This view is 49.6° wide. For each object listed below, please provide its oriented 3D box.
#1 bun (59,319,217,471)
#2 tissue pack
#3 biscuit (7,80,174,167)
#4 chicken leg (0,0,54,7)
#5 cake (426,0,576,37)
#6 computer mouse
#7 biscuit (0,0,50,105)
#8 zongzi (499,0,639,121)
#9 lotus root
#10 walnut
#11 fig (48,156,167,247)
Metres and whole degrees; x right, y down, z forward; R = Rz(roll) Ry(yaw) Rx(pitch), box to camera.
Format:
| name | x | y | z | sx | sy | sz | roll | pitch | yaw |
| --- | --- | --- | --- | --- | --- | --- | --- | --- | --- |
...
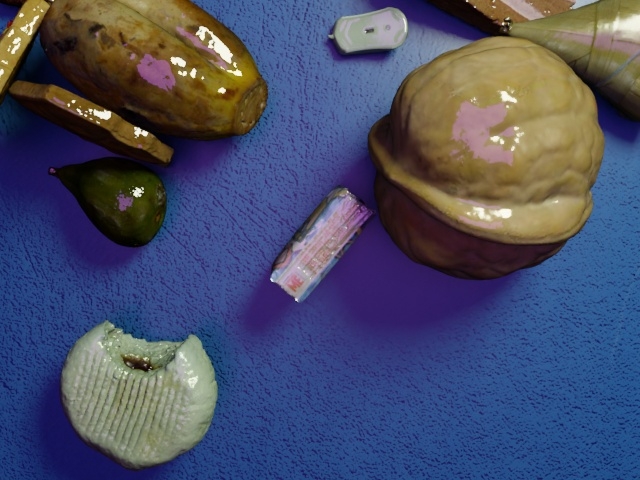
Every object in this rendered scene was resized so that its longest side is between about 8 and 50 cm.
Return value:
| name | x | y | z | sx | sy | sz | roll | pitch | yaw |
| --- | --- | --- | --- | --- | --- | --- | --- | --- | --- |
| bun | -0.237 | 0.197 | 0.943 | 0.212 | 0.126 | 0.204 | 40 | 95 | 5 |
| tissue pack | 0.000 | 0.000 | 0.928 | 0.065 | 0.115 | 0.155 | 41 | 93 | -5 |
| biscuit | -0.278 | -0.138 | 0.886 | 0.215 | 0.182 | 0.034 | 27 | 83 | -45 |
| chicken leg | -0.466 | -0.359 | 0.942 | 0.253 | 0.051 | 0.106 | -2 | 100 | 4 |
| cake | 0.209 | -0.351 | 0.906 | 0.295 | 0.113 | 0.116 | 23 | 96 | -12 |
| computer mouse | 0.065 | -0.283 | 0.947 | 0.110 | 0.032 | 0.056 | -4 | 93 | 12 |
| biscuit | -0.411 | -0.198 | 0.868 | 0.041 | 0.239 | 0.212 | 31 | 119 | -25 |
| zongzi | 0.390 | -0.305 | 0.896 | 0.256 | 0.115 | 0.228 | 28 | 99 | -3 |
| lotus root | -0.208 | -0.227 | 0.882 | 0.290 | 0.193 | 0.193 | 32 | 94 | -2 |
| walnut | 0.194 | -0.095 | 0.844 | 0.285 | 0.285 | 0.297 | 11 | 125 | 0 |
| fig | -0.289 | -0.069 | 0.941 | 0.177 | 0.117 | 0.117 | 32 | 95 | 18 |
